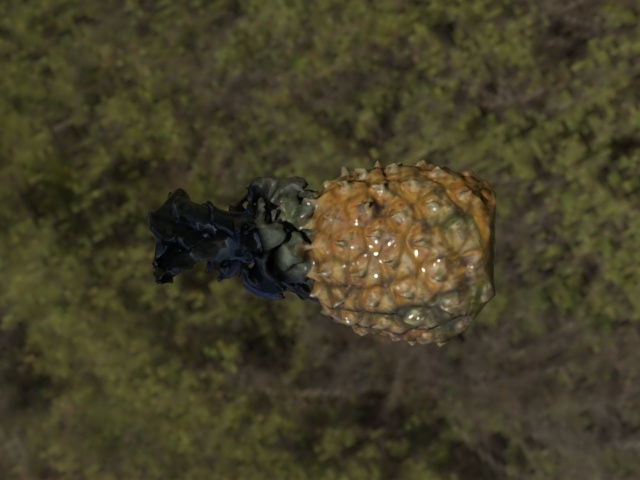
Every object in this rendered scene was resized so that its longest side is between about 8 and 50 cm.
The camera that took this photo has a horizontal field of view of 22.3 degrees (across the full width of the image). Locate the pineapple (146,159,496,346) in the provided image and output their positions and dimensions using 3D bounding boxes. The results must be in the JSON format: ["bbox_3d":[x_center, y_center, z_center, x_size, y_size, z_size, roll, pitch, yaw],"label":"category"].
[{"bbox_3d":[0.000,0.000,0.913,0.108,0.198,0.108,6,-90,-87],"label":"pineapple"}]
